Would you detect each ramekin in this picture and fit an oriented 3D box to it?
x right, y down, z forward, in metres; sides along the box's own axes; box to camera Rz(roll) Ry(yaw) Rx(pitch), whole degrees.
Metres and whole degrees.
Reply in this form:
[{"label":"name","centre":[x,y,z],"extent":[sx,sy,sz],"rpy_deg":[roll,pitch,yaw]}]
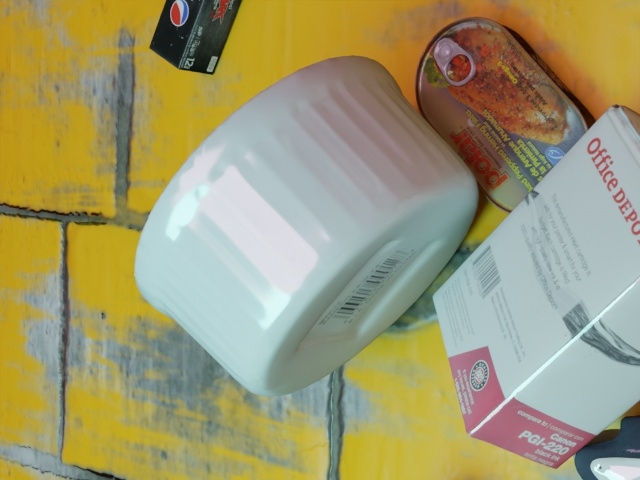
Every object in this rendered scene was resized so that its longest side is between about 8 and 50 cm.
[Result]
[{"label":"ramekin","centre":[0.000,0.000,0.761],"extent":[0.135,0.277,0.277],"rpy_deg":[46,119,19]}]

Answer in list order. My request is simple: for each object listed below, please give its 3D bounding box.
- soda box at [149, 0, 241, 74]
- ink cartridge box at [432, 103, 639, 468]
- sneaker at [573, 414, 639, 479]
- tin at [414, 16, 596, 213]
[{"label":"soda box","centre":[-0.119,-0.265,0.982],"extent":[0.060,0.053,0.169],"rpy_deg":[39,114,32]},{"label":"ink cartridge box","centre":[0.192,0.033,0.672],"extent":[0.218,0.092,0.158],"rpy_deg":[-52,25,29]},{"label":"sneaker","centre":[0.240,0.211,0.684],"extent":[0.153,0.094,0.235],"rpy_deg":[35,118,39]},{"label":"tin","centre":[0.154,-0.103,0.777],"extent":[0.106,0.040,0.189],"rpy_deg":[-46,64,26]}]
